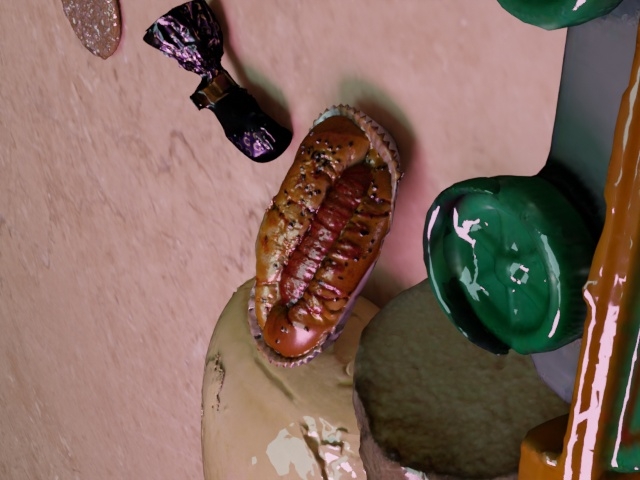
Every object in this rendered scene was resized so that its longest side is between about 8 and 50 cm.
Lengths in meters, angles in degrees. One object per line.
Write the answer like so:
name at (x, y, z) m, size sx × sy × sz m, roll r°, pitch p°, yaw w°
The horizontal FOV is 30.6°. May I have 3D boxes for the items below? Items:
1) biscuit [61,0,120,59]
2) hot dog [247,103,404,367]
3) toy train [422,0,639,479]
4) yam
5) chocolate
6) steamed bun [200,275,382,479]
biscuit at (-0.228, -0.235, 1.146) m, size 0.120 × 0.015 × 0.120 m, roll 37°, pitch 139°, yaw 40°
hot dog at (0.000, 0.000, 0.833) m, size 0.099 × 0.053 × 0.192 m, roll 30°, pitch 101°, yaw 40°
toy train at (0.187, -0.037, 0.436) m, size 0.249 × 0.178 × 0.429 m, roll 40°, pitch 138°, yaw 46°
yam at (0.115, 0.186, 0.756) m, size 0.168 × 0.168 × 0.304 m, roll 22°, pitch 130°, yaw 51°
chocolate at (-0.083, -0.123, 0.952) m, size 0.147 × 0.070 × 0.072 m, roll 62°, pitch 178°, yaw 7°
steamed bun at (-0.010, 0.159, 0.937) m, size 0.273 × 0.166 × 0.232 m, roll 39°, pitch 143°, yaw 39°
